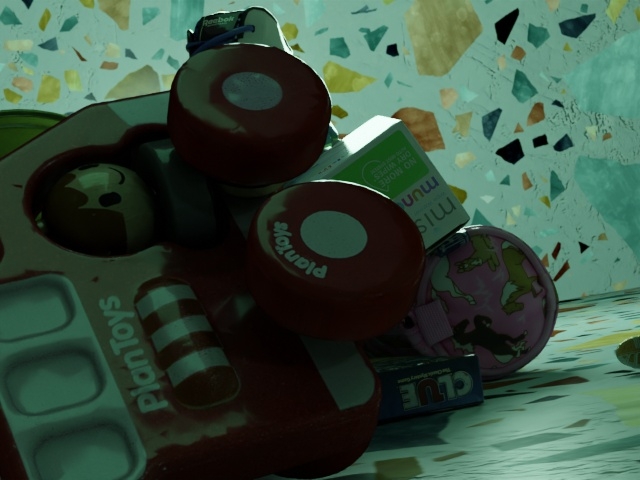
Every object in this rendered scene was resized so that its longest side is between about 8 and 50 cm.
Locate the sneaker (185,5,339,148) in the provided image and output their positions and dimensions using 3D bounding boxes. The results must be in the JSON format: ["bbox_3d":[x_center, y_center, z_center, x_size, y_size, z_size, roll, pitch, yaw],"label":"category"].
[{"bbox_3d":[-0.105,-0.145,1.522,0.127,0.182,0.315,-15,12,29],"label":"sneaker"}]

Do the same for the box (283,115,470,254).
[{"bbox_3d":[0.000,0.000,1.452,0.262,0.127,0.231,-35,6,2],"label":"box"}]

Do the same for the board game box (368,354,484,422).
[{"bbox_3d":[0.017,0.135,1.265,0.165,0.042,0.243,-9,-2,-20],"label":"board game box"}]

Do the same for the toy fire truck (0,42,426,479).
[{"bbox_3d":[-0.099,0.024,0.853,0.254,0.302,0.169,-12,-40,-24],"label":"toy fire truck"}]

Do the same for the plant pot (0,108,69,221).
[{"bbox_3d":[-0.299,0.063,1.425,0.366,0.366,0.353,-9,10,-9],"label":"plant pot"}]

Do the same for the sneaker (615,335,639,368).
[{"bbox_3d":[0.293,0.099,1.250,0.083,0.032,0.037,-4,-17,-13],"label":"sneaker"}]

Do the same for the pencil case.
[{"bbox_3d":[0.099,0.078,1.575,0.167,0.160,0.386,35,-16,-14],"label":"pencil case"}]

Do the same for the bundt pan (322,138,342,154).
[{"bbox_3d":[-0.063,-0.002,1.739,0.331,0.124,0.331,-43,-3,-3],"label":"bundt pan"}]
